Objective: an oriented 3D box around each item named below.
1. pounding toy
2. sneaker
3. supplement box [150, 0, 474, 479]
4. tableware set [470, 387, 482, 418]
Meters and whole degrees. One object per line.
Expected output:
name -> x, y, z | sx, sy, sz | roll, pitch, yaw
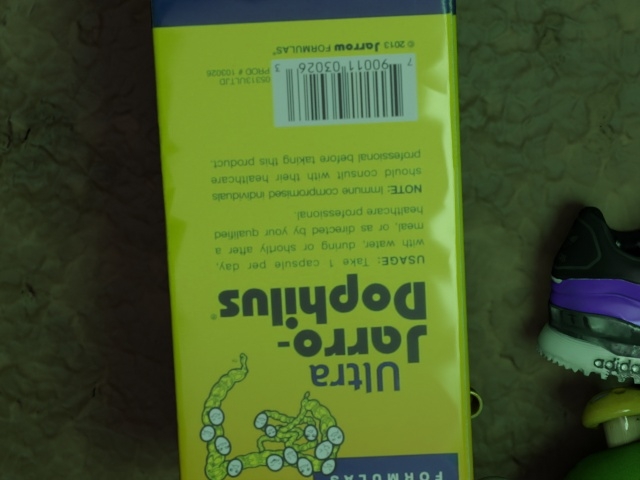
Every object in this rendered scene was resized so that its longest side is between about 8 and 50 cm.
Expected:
pounding toy -> 0.215, 0.155, 1.248 | 0.236, 0.183, 0.110 | -12, 77, 9
sneaker -> 0.309, 0.032, 1.232 | 0.293, 0.102, 0.146 | 5, 102, 1
supplement box -> 0.000, 0.000, 1.179 | 0.195, 0.194, 0.357 | -3, 98, 3
tableware set -> 0.072, 0.174, 1.314 | 0.104, 0.024, 0.154 | 28, 102, -4
